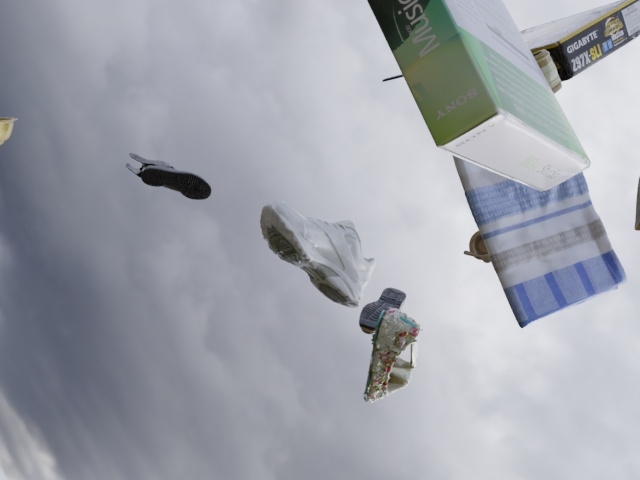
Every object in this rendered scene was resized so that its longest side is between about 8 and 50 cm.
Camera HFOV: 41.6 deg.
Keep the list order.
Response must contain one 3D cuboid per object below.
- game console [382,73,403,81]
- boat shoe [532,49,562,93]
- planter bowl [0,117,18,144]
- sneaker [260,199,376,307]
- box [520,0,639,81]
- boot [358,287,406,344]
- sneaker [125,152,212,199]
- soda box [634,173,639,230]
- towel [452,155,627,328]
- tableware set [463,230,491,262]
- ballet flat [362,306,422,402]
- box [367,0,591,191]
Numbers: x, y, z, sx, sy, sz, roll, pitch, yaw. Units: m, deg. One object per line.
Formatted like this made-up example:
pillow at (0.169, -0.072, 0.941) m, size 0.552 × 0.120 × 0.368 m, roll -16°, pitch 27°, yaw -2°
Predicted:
game console at (0.192, -0.284, 1.523) m, size 0.107 × 0.122 × 0.071 m, roll 49°, pitch -50°, yaw 10°
boat shoe at (0.184, -0.174, 0.897) m, size 0.153 × 0.056 × 0.048 m, roll 12°, pitch -48°, yaw 52°
planter bowl at (-0.584, -0.142, 1.319) m, size 0.217 × 0.217 × 0.090 m, roll 15°, pitch -70°, yaw 54°
sneaker at (0.000, 0.000, 1.326) m, size 0.090 × 0.115 × 0.232 m, roll 4°, pitch -35°, yaw 51°
box at (0.434, -0.367, 1.652) m, size 0.322 × 0.257 × 0.079 m, roll -1°, pitch -61°, yaw 59°
boot at (0.133, 0.204, 1.896) m, size 0.077 × 0.198 × 0.137 m, roll 23°, pitch -64°, yaw 22°
sneaker at (-0.301, -0.129, 1.676) m, size 0.089 × 0.170 × 0.051 m, roll -123°, pitch -130°, yaw -68°
soda box at (0.423, -0.081, 1.002) m, size 0.074 × 0.216 × 0.069 m, roll 7°, pitch -62°, yaw 23°
towel at (0.310, -0.039, 1.196) m, size 0.034 × 0.209 × 0.285 m, roll -33°, pitch -105°, yaw 63°
tableware set at (0.332, -0.014, 1.464) m, size 0.141 × 0.020 × 0.168 m, roll 24°, pitch -83°, yaw 40°
ballet flat at (0.119, 0.207, 1.408) m, size 0.077 × 0.091 × 0.241 m, roll 19°, pitch -39°, yaw 11°
box at (0.102, -0.202, 0.705) m, size 0.058 × 0.232 × 0.322 m, roll -33°, pitch -112°, yaw 26°
